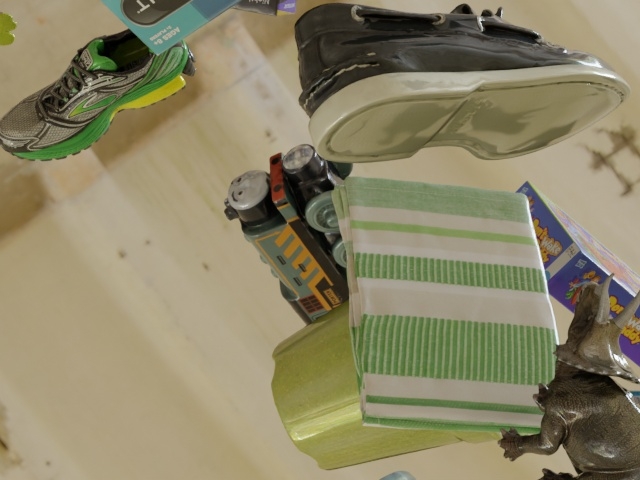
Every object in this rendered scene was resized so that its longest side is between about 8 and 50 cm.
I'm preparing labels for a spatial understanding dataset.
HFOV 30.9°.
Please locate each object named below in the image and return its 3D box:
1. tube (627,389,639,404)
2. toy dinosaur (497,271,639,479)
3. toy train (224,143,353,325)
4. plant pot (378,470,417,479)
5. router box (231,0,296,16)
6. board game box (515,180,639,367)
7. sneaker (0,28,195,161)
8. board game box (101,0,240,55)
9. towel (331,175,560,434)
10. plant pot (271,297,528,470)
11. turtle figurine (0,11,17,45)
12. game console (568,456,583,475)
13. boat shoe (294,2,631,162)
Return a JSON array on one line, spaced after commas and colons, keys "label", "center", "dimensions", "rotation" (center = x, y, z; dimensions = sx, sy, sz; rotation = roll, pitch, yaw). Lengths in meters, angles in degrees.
[{"label": "tube", "center": [0.544, 0.267, 1.823], "dimensions": [0.207, 0.080, 0.052], "rotation": [7, -169, -24]}, {"label": "toy dinosaur", "center": [0.279, 0.202, 1.110], "dimensions": [0.121, 0.313, 0.160], "rotation": [-25, 177, -35]}, {"label": "toy train", "center": [0.000, 0.000, 1.682], "dimensions": [0.190, 0.334, 0.142], "rotation": [-22, -135, 15]}, {"label": "plant pot", "center": [0.149, 0.606, 2.160], "dimensions": [0.293, 0.293, 0.196], "rotation": [-40, -125, -24]}, {"label": "router box", "center": [-0.173, -0.467, 1.660], "dimensions": [0.309, 0.242, 0.081], "rotation": [13, -162, 17]}, {"label": "board game box", "center": [0.440, 0.078, 1.786], "dimensions": [0.078, 0.347, 0.233], "rotation": [-46, -152, 15]}, {"label": "sneaker", "center": [-0.379, -0.255, 1.865], "dimensions": [0.344, 0.134, 0.146], "rotation": [-32, 154, 1]}, {"label": "board game box", "center": [-0.165, -0.358, 1.055], "dimensions": [0.254, 0.336, 0.079], "rotation": [-28, -142, 26]}, {"label": "towel", "center": [0.143, 0.067, 1.298], "dimensions": [0.038, 0.248, 0.324], "rotation": [111, -20, -49]}, {"label": "plant pot", "center": [0.086, 0.164, 1.450], "dimensions": [0.254, 0.276, 0.276], "rotation": [-25, -166, 21]}, {"label": "turtle figurine", "center": [-0.415, -0.277, 1.307], "dimensions": [0.269, 0.087, 0.217], "rotation": [-46, -129, 10]}, {"label": "game console", "center": [0.512, 0.341, 2.320], "dimensions": [0.044, 0.213, 0.361], "rotation": [-23, -155, 18]}, {"label": "boat shoe", "center": [0.112, -0.133, 0.903], "dimensions": [0.340, 0.113, 0.127], "rotation": [-9, 157, -37]}]
